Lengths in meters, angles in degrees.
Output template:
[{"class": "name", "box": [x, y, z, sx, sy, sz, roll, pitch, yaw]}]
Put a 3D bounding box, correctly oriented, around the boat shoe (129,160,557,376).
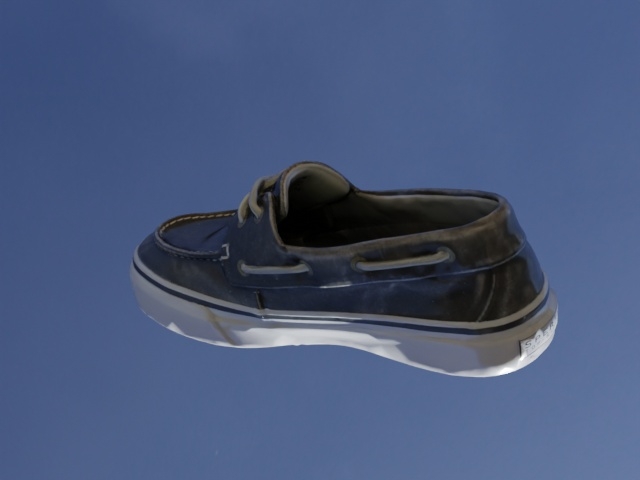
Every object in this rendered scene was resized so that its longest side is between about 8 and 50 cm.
[{"class": "boat shoe", "box": [0.000, 0.000, 0.806, 0.335, 0.119, 0.121, 4, -149, 35]}]
